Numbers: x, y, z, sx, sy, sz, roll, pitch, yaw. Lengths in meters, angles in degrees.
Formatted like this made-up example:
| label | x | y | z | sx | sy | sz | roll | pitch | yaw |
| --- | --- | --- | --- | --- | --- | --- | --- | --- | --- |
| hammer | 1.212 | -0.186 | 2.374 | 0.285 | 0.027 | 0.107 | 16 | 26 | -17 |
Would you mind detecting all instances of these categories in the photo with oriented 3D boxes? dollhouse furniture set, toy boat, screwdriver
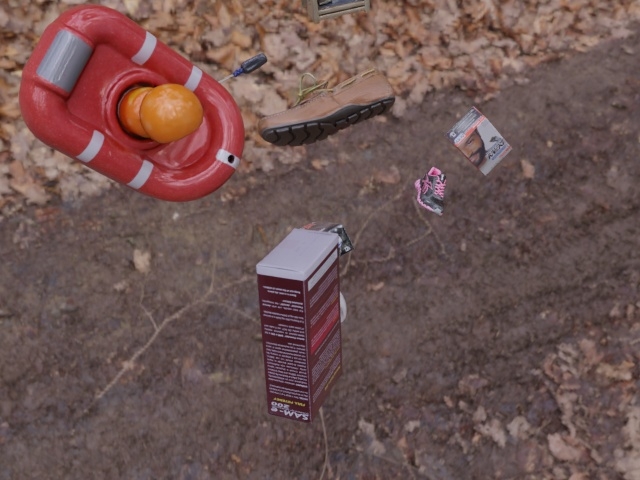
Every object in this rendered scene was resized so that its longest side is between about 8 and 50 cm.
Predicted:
| label | x | y | z | sx | sy | sz | roll | pitch | yaw |
| --- | --- | --- | --- | --- | --- | --- | --- | --- | --- |
| dollhouse furniture set | 0.016 | -0.590 | 1.598 | 0.130 | 0.128 | 0.183 | -15 | 40 | -8 |
| toy boat | -0.168 | -0.127 | 0.715 | 0.151 | 0.231 | 0.150 | 19 | 82 | 49 |
| screwdriver | -0.171 | -0.297 | 1.326 | 0.170 | 0.024 | 0.025 | -35 | 83 | -8 |

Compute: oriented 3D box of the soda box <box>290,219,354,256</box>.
| label | x | y | z | sx | sy | sz | roll | pitch | yaw |
| --- | --- | --- | --- | --- | --- | --- | --- | --- | --- |
| soda box | 0.000 | 0.000 | 1.345 | 0.060 | 0.053 | 0.169 | -28 | 11 | -15 |

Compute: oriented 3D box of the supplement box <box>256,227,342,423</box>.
| label | x | y | z | sx | sy | sz | roll | pitch | yaw |
| --- | --- | --- | --- | --- | --- | --- | --- | --- | --- |
| supplement box | -0.025 | 0.118 | 1.006 | 0.073 | 0.239 | 0.130 | 7 | 25 | 21 |

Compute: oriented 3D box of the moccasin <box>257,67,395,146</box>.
| label | x | y | z | sx | sy | sz | roll | pitch | yaw |
| --- | --- | --- | --- | --- | --- | --- | --- | --- | --- |
| moccasin | 0.008 | -0.354 | 1.853 | 0.380 | 0.139 | 0.146 | -25 | 77 | -13 |

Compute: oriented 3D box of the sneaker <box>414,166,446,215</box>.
| label | x | y | z | sx | sy | sz | roll | pitch | yaw |
| --- | --- | --- | --- | --- | --- | --- | --- | --- | --- |
| sneaker | 0.201 | -0.090 | 1.264 | 0.047 | 0.057 | 0.119 | 28 | 28 | -22 |

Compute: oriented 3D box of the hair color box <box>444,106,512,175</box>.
| label | x | y | z | sx | sy | sz | roll | pitch | yaw |
| --- | --- | --- | --- | --- | --- | --- | --- | --- | --- |
| hair color box | 0.371 | -0.229 | 1.674 | 0.093 | 0.167 | 0.053 | -46 | 49 | 12 |

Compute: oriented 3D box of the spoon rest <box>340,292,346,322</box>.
| label | x | y | z | sx | sy | sz | roll | pitch | yaw |
| --- | --- | --- | --- | --- | --- | --- | --- | --- | --- |
| spoon rest | -0.016 | 0.141 | 1.379 | 0.137 | 0.276 | 0.084 | 23 | 67 | 11 |
